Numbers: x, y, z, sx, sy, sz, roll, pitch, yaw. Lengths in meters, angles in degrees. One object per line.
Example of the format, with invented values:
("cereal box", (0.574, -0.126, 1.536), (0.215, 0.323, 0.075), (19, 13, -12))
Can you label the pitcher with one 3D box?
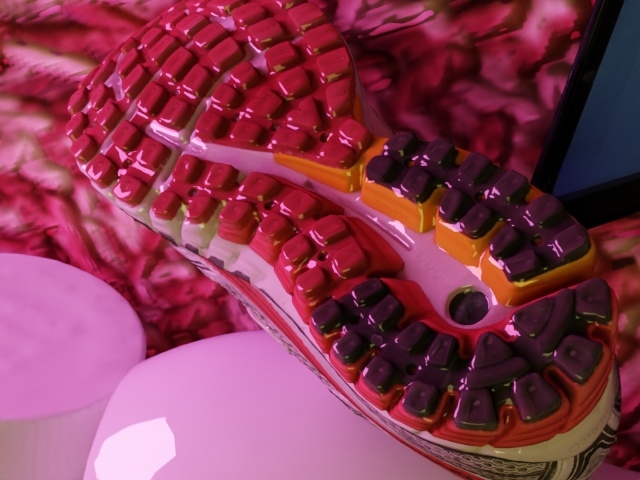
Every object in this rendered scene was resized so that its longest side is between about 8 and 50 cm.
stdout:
("pitcher", (0.033, 0.110, 0.494), (0.207, 0.125, 0.178), (10, 159, 9))

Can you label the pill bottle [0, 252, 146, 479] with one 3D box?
("pill bottle", (-0.131, 0.122, 0.565), (0.121, 0.121, 0.221), (17, 122, 9))

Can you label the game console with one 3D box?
("game console", (0.128, -0.044, 0.410), (0.107, 0.071, 0.122), (20, 124, 7))

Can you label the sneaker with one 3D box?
("sneaker", (0.000, 0.000, 0.427), (0.088, 0.225, 0.093), (-38, 142, -8))
